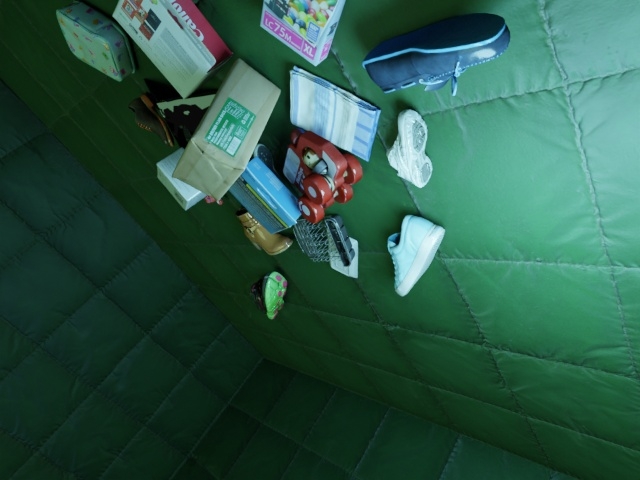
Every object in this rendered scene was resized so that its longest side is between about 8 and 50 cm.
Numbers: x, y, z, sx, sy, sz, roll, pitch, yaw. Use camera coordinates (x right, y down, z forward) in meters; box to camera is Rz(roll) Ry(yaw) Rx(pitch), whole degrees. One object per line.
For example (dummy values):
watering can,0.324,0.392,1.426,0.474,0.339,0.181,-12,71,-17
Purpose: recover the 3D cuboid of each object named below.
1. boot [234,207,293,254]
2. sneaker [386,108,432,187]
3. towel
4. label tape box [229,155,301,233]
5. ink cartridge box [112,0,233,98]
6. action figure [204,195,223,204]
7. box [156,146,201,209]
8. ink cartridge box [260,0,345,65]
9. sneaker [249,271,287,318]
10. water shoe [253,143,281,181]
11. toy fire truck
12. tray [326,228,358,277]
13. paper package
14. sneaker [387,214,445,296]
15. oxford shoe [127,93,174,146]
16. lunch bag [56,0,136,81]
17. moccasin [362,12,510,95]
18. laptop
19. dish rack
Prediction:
boot,-0.264,-0.054,1.965,0.284,0.109,0.220,12,138,51
sneaker,0.219,-0.241,1.137,0.115,0.090,0.232,21,146,36
towel,0.030,-0.358,1.239,0.285,0.034,0.209,31,151,14
label tape box,-0.183,-0.160,1.512,0.249,0.115,0.348,47,161,-10
ink cartridge box,-0.425,-0.626,1.275,0.272,0.130,0.309,-10,126,52
action figure,-0.559,-0.270,1.979,0.280,0.091,0.139,40,160,-3
box,-0.531,-0.235,1.670,0.181,0.119,0.181,52,159,-6
ink cartridge box,-0.032,-0.575,0.974,0.186,0.065,0.311,37,150,3
sneaker,-0.314,0.307,2.438,0.202,0.185,0.482,30,150,7
water shoe,-0.217,-0.271,1.606,0.080,0.073,0.203,19,145,36
toy fire truck,-0.022,-0.221,1.370,0.254,0.169,0.302,49,156,12
tray,0.086,0.063,1.785,0.145,0.030,0.270,27,149,23
paper package,-0.291,-0.330,1.325,0.168,0.324,0.310,29,154,-19
sneaker,0.292,0.044,1.437,0.150,0.135,0.365,37,144,19
oxford shoe,-0.685,-0.471,1.747,0.271,0.099,0.097,53,167,18
lunch bag,-0.831,-0.738,1.604,0.279,0.107,0.224,33,154,11
moccasin,0.242,-0.378,0.898,0.342,0.137,0.116,23,155,54
laptop,-0.474,-0.446,1.710,0.409,0.236,0.381,-5,137,13
dish rack,0.000,0.000,1.689,0.272,0.074,0.208,-3,117,41
